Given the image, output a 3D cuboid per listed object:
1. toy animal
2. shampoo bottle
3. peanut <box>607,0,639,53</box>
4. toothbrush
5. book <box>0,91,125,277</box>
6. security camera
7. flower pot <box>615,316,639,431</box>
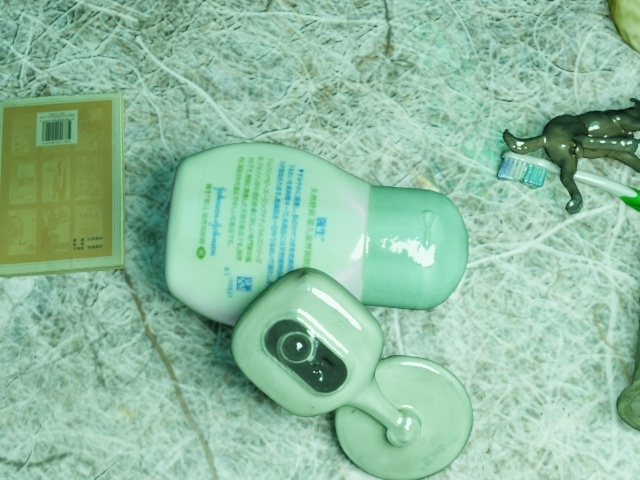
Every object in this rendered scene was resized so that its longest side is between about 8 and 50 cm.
[{"bbox_3d":[0.349,-0.119,1.312,0.232,0.085,0.148,-15,34,-13],"label":"toy animal"},{"bbox_3d":[0.000,0.000,1.246,0.349,0.151,0.222,4,77,2],"label":"shampoo bottle"},{"bbox_3d":[0.435,-0.342,1.381,0.129,0.129,0.224,-12,69,-4],"label":"peanut"},{"bbox_3d":[0.425,-0.040,1.317,0.417,0.042,0.040,17,81,8],"label":"toothbrush"},{"bbox_3d":[-0.333,-0.073,1.342,0.170,0.018,0.242,-4,70,0],"label":"book"},{"bbox_3d":[0.041,0.162,1.167,0.301,0.080,0.157,42,102,-11],"label":"security camera"},{"bbox_3d":[0.447,0.104,1.190,0.212,0.212,0.203,9,63,3],"label":"flower pot"}]
